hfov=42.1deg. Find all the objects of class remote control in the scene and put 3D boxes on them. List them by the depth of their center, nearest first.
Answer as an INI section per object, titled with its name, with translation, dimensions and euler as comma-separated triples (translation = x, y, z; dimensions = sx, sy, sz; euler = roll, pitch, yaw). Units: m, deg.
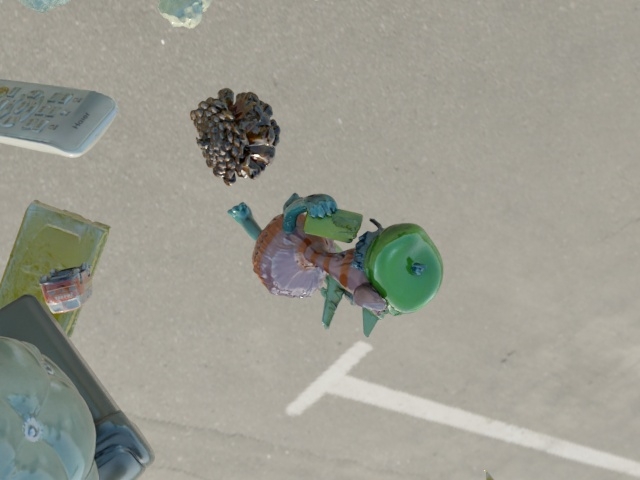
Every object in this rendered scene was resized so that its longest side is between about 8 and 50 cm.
[remote control]
translation = -0.425, -0.172, 1.184
dimensions = 0.109, 0.313, 0.055
euler = -59, 145, -29

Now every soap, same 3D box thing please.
[soap]
translation = -0.640, 0.081, 1.953
dimensions = 0.199, 0.091, 0.315
euler = 22, 92, -8

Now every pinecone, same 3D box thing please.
[pinecone]
translation = -0.156, -0.200, 1.569
dimensions = 0.150, 0.195, 0.179
euler = -18, 99, 9

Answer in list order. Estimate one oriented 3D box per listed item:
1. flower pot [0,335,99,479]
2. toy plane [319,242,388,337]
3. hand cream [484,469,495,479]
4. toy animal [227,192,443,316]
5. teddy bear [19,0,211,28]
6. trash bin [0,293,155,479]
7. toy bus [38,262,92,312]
[flower pot]
translation = -0.321, 0.211, 0.749
dimensions = 0.246, 0.195, 0.246
euler = -21, 158, -9
[toy plane]
translation = 0.032, 0.039, 0.823
dimensions = 0.102, 0.111, 0.040
euler = -37, -178, -19
[hand cream]
translation = 0.249, 0.363, 1.194
dimensions = 0.022, 0.035, 0.102
euler = -44, 180, 15
[toy animal]
translation = 0.000, 0.000, 0.654
dimensions = 0.100, 0.208, 0.103
euler = -36, 118, -18
[teddy bear]
translation = -0.207, -0.418, 1.235
dimensions = 0.375, 0.327, 0.362
euler = -34, 148, 14
[trash bin]
translation = -0.292, 0.190, 0.963
dimensions = 0.101, 0.236, 0.177
euler = -35, 168, -14
[toy bus]
translation = -0.478, 0.091, 1.576
dimensions = 0.079, 0.174, 0.077
euler = -11, 97, -7
